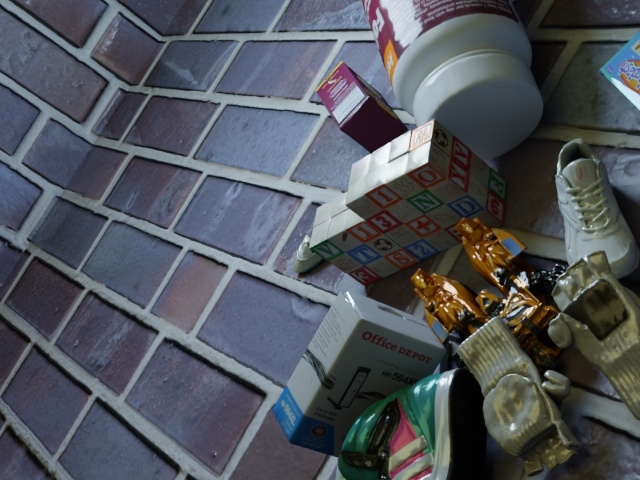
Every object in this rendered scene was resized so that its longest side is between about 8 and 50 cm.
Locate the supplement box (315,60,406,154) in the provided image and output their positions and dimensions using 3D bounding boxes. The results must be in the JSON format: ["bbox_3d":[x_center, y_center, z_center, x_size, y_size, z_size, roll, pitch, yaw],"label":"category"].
[{"bbox_3d":[0.072,-0.241,2.133,0.081,0.104,0.188,-47,30,12],"label":"supplement box"}]

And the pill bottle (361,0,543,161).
[{"bbox_3d":[0.201,-0.326,1.842,0.224,0.224,0.392,-38,49,28],"label":"pill bottle"}]

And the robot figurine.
[{"bbox_3d":[0.233,0.089,1.563,0.211,0.085,0.291,-51,29,8],"label":"robot figurine"}]

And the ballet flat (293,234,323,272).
[{"bbox_3d":[0.000,0.000,2.038,0.168,0.052,0.057,-34,35,33],"label":"ballet flat"}]

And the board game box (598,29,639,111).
[{"bbox_3d":[0.497,-0.264,1.582,0.210,0.047,0.160,-45,31,16],"label":"board game box"}]

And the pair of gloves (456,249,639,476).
[{"bbox_3d":[0.285,0.149,1.379,0.240,0.042,0.204,-36,58,23],"label":"pair of gloves"}]

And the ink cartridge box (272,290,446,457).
[{"bbox_3d":[0.052,0.189,1.576,0.203,0.148,0.086,-61,28,15],"label":"ink cartridge box"}]

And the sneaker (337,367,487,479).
[{"bbox_3d":[0.103,0.309,1.456,0.178,0.124,0.296,-17,49,38],"label":"sneaker"}]

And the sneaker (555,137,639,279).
[{"bbox_3d":[0.341,-0.044,1.493,0.090,0.115,0.232,-19,39,9],"label":"sneaker"}]

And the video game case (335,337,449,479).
[{"bbox_3d":[0.101,0.255,1.649,0.193,0.023,0.212,-30,38,37],"label":"video game case"}]

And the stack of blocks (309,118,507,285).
[{"bbox_3d":[0.117,-0.050,1.795,0.297,0.171,0.087,-27,39,41],"label":"stack of blocks"}]
